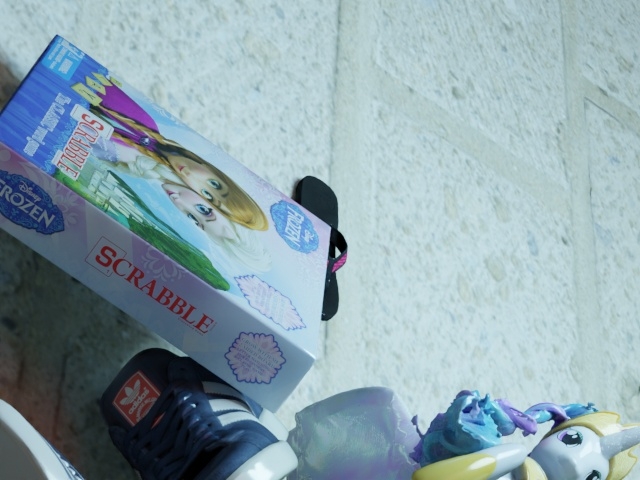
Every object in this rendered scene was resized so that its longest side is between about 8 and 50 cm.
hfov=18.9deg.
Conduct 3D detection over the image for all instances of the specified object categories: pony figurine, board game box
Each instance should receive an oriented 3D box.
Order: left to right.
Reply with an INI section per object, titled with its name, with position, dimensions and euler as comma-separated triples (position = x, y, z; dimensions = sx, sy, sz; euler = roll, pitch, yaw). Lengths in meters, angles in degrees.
[board game box]
position = -0.139, -0.025, 1.648
dimensions = 0.318, 0.066, 0.319
euler = 35, 18, -10
[pony figurine]
position = 0.085, 0.250, 1.578
dimensions = 0.363, 0.351, 0.303
euler = -17, 78, -56

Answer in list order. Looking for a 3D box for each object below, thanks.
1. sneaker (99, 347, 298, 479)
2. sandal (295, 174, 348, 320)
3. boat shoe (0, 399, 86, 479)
[sneaker]
position = -0.112, 0.162, 1.540
dimensions = 0.148, 0.131, 0.350
euler = 43, -2, -4
[sandal]
position = 0.000, 0.000, 1.942
dimensions = 0.067, 0.040, 0.179
euler = 30, 43, -31
[boat shoe]
position = -0.175, 0.262, 1.501
dimensions = 0.341, 0.127, 0.158
euler = 61, 24, 3
